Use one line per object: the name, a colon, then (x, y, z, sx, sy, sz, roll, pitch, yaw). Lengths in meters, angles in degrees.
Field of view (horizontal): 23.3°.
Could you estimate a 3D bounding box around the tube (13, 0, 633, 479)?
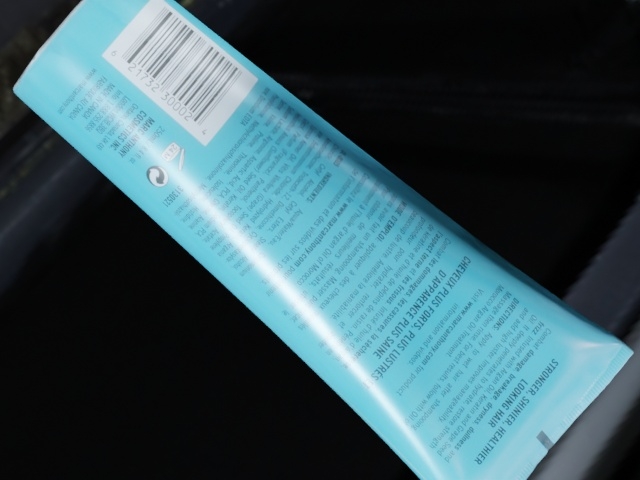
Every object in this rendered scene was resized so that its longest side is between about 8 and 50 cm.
tube: (0.000, 0.000, 0.486, 0.080, 0.207, 0.052, -49, -172, -2)
